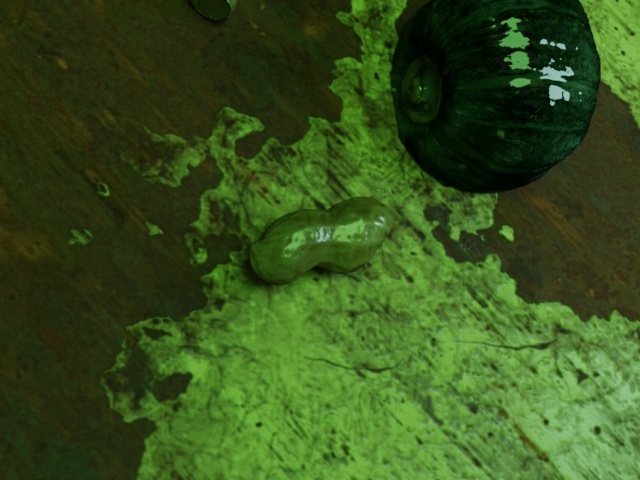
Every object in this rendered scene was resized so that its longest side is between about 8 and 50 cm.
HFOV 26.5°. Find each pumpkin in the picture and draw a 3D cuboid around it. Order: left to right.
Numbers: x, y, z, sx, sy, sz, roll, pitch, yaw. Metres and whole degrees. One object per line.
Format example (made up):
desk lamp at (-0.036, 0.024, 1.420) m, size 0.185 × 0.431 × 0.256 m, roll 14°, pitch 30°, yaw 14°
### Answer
pumpkin at (0.250, -0.227, 1.756) m, size 0.263 × 0.197 × 0.293 m, roll 5°, pitch 67°, yaw -26°

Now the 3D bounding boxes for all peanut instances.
peanut at (0.001, 0.002, 1.602) m, size 0.193 × 0.089 × 0.089 m, roll -14°, pitch 73°, yaw -25°

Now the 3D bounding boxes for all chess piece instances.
chess piece at (-0.098, -0.351, 1.736) m, size 0.060 × 0.060 × 0.172 m, roll 38°, pitch 54°, yaw -4°
